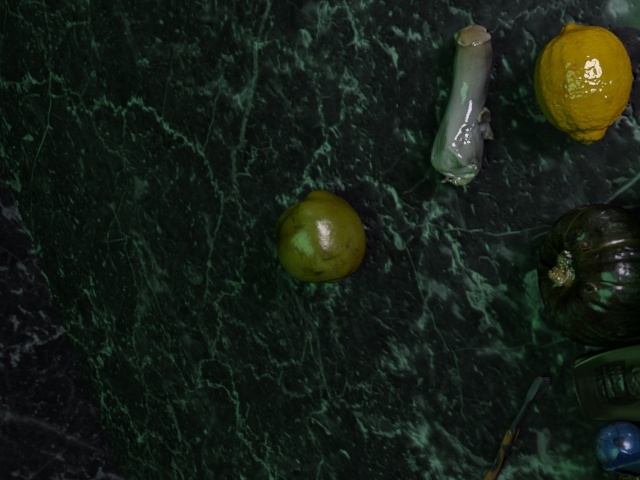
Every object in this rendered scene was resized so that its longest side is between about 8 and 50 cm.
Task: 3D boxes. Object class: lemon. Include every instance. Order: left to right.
[{"bbox_3d":[0.393,-0.234,1.113,0.142,0.142,0.187,0,106,43],"label":"lemon"}]

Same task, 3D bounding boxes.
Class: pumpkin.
[{"bbox_3d":[0.421,0.055,1.133,0.224,0.157,0.223,178,90,-74],"label":"pumpkin"}]

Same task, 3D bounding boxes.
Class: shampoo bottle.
[{"bbox_3d":[0.563,0.206,1.116,0.350,0.084,0.125,-16,88,44],"label":"shampoo bottle"}]

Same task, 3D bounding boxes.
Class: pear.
[{"bbox_3d":[0.000,0.000,1.523,0.200,0.200,0.199,14,111,40],"label":"pear"}]

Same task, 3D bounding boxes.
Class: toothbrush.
[{"bbox_3d":[0.356,0.377,1.394,0.023,0.031,0.320,-117,39,-51],"label":"toothbrush"}]

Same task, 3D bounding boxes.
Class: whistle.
[{"bbox_3d":[0.476,0.317,1.142,0.090,0.090,0.158,58,152,15],"label":"whistle"}]

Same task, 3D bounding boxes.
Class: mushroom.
[{"bbox_3d":[0.249,-0.231,1.283,0.099,0.096,0.277,19,110,37],"label":"mushroom"}]

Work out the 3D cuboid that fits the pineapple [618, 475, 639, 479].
[{"bbox_3d":[0.545,0.383,1.206,0.114,0.114,0.077,49,169,1],"label":"pineapple"}]
